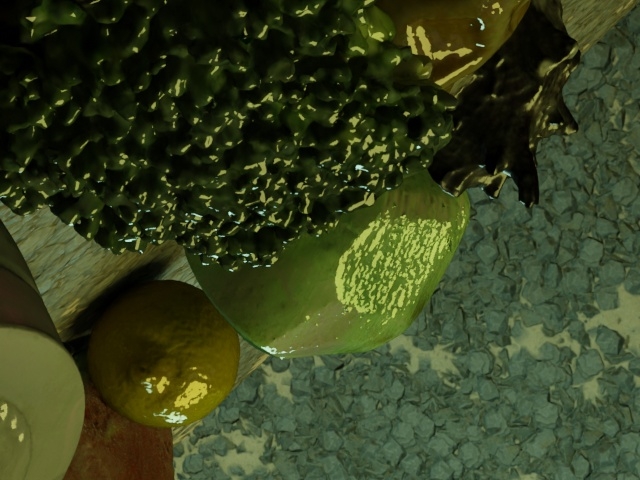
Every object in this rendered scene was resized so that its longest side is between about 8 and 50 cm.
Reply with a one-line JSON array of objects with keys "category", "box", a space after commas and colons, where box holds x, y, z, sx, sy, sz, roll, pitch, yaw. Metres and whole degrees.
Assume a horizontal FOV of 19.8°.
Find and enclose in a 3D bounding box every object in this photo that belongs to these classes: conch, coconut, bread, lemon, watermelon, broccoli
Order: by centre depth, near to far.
[{"category": "broccoli", "box": [-0.067, -0.152, 1.147, 0.348, 0.281, 0.293, 10, 135, -23]}, {"category": "bread", "box": [0.061, -0.212, 1.532, 0.252, 0.196, 0.238, -53, -172, 29]}, {"category": "conch", "box": [0.124, -0.174, 1.739, 0.240, 0.313, 0.186, -32, -169, -8]}, {"category": "coconut", "box": [0.000, 0.000, 2.078, 0.328, 0.281, 0.328, -42, 170, -9]}, {"category": "lemon", "box": [-0.191, 0.138, 2.259, 0.187, 0.187, 0.244, -43, 175, 13]}, {"category": "watermelon", "box": [-0.280, 0.252, 2.316, 0.283, 0.292, 0.250, 64, 46, -80]}]

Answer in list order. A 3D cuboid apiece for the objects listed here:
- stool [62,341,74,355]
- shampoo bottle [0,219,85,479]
[{"category": "stool", "box": [-0.353, 0.162, 1.946, 0.217, 0.125, 0.121, -8, 133, -40]}, {"category": "shampoo bottle", "box": [-0.295, 0.069, 1.061, 0.273, 0.266, 0.273, -30, 146, -23]}]
